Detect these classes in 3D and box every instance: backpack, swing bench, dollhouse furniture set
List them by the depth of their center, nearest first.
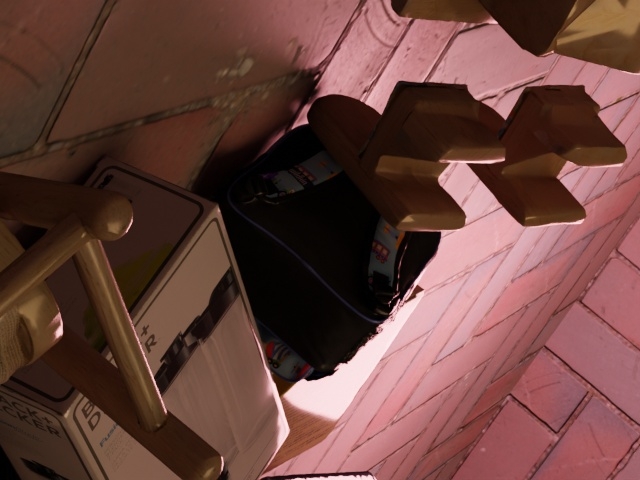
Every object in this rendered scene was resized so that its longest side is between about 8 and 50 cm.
[{"bbox_3d":[-0.226,0.070,0.718,0.253,0.255,0.165,-43,139,-27],"label":"swing bench"},{"bbox_3d":[0.000,0.000,1.310,0.117,0.158,0.173,-51,178,37],"label":"backpack"},{"bbox_3d":[0.203,-0.226,1.337,0.394,0.256,0.362,-1,133,-42],"label":"dollhouse furniture set"}]

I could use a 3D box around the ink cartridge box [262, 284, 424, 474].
[{"bbox_3d":[-0.033,0.113,1.580,0.193,0.088,0.235,-58,161,24],"label":"ink cartridge box"}]

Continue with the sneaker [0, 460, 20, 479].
[{"bbox_3d":[-0.182,0.162,1.301,0.130,0.087,0.227,-53,167,1],"label":"sneaker"}]

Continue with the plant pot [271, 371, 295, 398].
[{"bbox_3d":[-0.068,0.081,1.380,0.134,0.095,0.134,-41,170,-9],"label":"plant pot"}]

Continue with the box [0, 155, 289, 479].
[{"bbox_3d":[-0.118,0.102,1.155,0.169,0.087,0.290,-55,154,-26],"label":"box"}]

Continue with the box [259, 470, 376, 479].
[{"bbox_3d":[-0.072,0.381,1.716,0.293,0.212,0.395,-30,167,9],"label":"box"}]
